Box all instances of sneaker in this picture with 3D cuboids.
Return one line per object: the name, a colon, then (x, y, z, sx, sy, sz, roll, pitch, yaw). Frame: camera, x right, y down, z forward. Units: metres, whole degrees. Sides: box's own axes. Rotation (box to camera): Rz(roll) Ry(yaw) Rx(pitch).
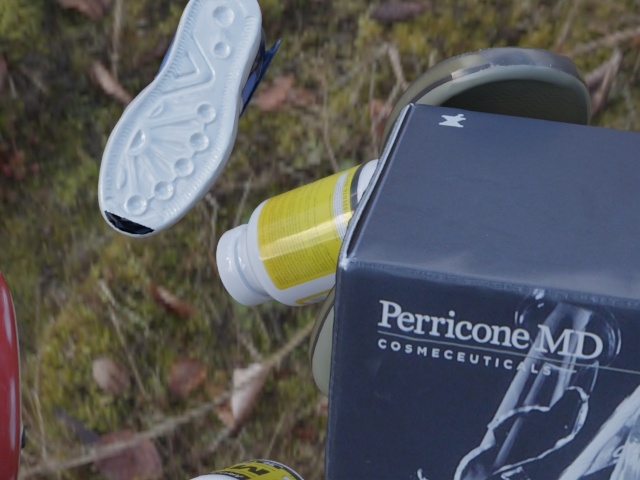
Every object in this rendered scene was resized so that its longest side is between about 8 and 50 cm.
sneaker: (-0.155, -0.128, 1.962, 0.130, 0.236, 0.323, 22, 76, 0)

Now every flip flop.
flip flop: (0.070, 0.009, 0.910, 0.112, 0.277, 0.080, 5, 43, -25)

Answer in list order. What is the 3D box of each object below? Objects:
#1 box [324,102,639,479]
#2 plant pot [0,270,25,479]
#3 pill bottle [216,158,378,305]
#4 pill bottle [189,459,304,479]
box: (0.177, 0.129, 0.790, 0.343, 0.312, 0.179, 7, 27, 9)
plant pot: (-0.269, 0.087, 0.993, 0.174, 0.191, 0.191, -2, 62, -18)
pill bottle: (0.000, 0.000, 1.509, 0.184, 0.103, 0.103, -19, 56, 33)
pill bottle: (-0.083, 0.271, 1.574, 0.119, 0.208, 0.119, 0, 88, 15)
